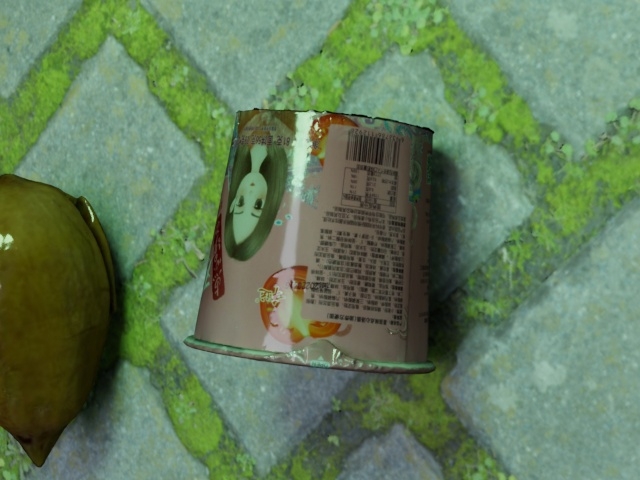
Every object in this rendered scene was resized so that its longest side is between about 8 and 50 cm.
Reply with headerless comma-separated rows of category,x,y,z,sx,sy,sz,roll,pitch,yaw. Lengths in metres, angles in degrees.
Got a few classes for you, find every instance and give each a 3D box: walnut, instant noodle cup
walnut,-0.337,0.092,1.523,0.209,0.209,0.336,-3,92,34
instant noodle cup,0.000,0.000,1.274,0.243,0.243,0.231,5,89,34
